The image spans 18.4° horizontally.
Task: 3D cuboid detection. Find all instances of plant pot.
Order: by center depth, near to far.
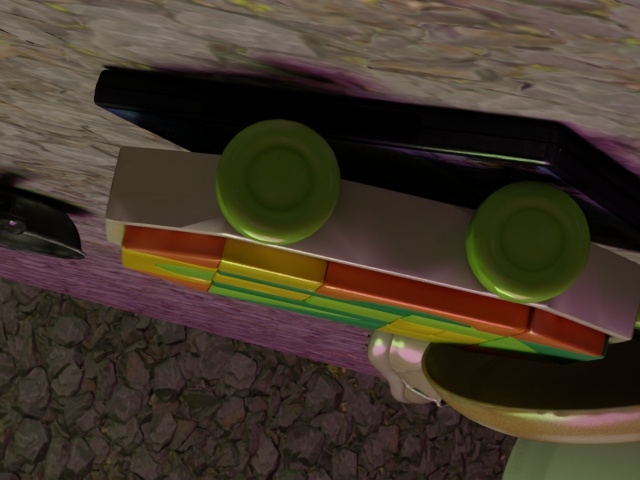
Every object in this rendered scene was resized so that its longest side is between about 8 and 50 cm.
[{"bbox_3d":[0.176,0.066,1.110,0.236,0.032,0.236,-10,-165,3],"label":"plant pot"}]

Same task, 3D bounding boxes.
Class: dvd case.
[{"bbox_3d":[0.035,-0.042,0.999,0.253,0.022,0.180,10,172,29],"label":"dvd case"}]

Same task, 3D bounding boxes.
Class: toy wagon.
[{"bbox_3d":[0.062,0.014,1.012,0.344,0.068,0.267,14,174,-4],"label":"toy wagon"}]

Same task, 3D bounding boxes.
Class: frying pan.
[{"bbox_3d":[-0.306,-0.029,1.685,0.197,0.053,0.326,12,172,6],"label":"frying pan"}]

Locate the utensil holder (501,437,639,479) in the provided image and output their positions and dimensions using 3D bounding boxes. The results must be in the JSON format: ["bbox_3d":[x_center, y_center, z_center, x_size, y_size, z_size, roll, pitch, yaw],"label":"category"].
[{"bbox_3d":[0.358,0.234,1.335,0.328,0.327,0.385,16,176,-31],"label":"utensil holder"}]

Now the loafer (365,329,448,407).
[{"bbox_3d":[0.114,0.109,1.847,0.092,0.102,0.268,17,175,19],"label":"loafer"}]
